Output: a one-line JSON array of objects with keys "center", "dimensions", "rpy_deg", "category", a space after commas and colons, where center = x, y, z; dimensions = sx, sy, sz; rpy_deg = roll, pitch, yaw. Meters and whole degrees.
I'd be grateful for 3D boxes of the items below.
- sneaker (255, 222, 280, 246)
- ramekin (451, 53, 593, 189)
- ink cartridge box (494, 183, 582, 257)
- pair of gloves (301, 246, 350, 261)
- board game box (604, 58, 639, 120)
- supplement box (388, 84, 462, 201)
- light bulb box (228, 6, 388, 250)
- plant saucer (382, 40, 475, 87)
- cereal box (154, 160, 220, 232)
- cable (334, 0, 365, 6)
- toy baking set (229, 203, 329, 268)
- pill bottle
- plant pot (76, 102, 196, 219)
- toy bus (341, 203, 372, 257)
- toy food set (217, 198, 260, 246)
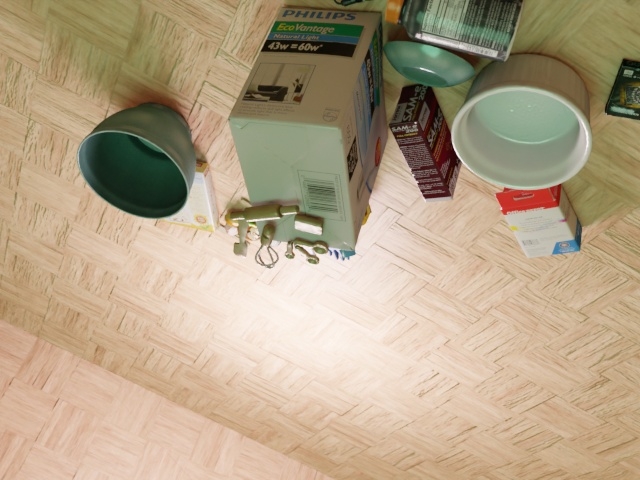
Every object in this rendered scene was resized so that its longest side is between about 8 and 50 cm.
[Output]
[{"center": [-0.135, -0.036, 2.134], "dimensions": [0.087, 0.130, 0.228], "rpy_deg": [8, 141, -4], "category": "sneaker"}, {"center": [0.418, -0.247, 1.609], "dimensions": [0.277, 0.135, 0.277], "rpy_deg": [13, 143, 10], "category": "ramekin"}, {"center": [0.512, -0.066, 1.838], "dimensions": [0.134, 0.078, 0.231], "rpy_deg": [-9, 134, 33], "category": "ink cartridge box"}, {"center": [0.000, 0.000, 2.217], "dimensions": [0.198, 0.023, 0.159], "rpy_deg": [4, 142, 23], "category": "pair of gloves"}, {"center": [0.667, -0.283, 1.534], "dimensions": [0.186, 0.026, 0.126], "rpy_deg": [13, 143, 10], "category": "board game box"}, {"center": [0.238, -0.214, 1.742], "dimensions": [0.073, 0.130, 0.239], "rpy_deg": [-4, 138, 30], "category": "supplement box"}, {"center": [-0.005, -0.235, 1.640], "dimensions": [0.225, 0.361, 0.358], "rpy_deg": [8, 142, 14], "category": "light bulb box"}, {"center": [0.213, -0.345, 1.581], "dimensions": [0.194, 0.038, 0.195], "rpy_deg": [18, 177, 1], "category": "plant saucer"}, {"center": [-0.382, -0.132, 2.204], "dimensions": [0.172, 0.047, 0.240], "rpy_deg": [13, 139, 13], "category": "cereal box"}, {"center": [0.064, -0.532, 1.495], "dimensions": [0.150, 0.047, 0.185], "rpy_deg": [3, 139, 22], "category": "cable"}, {"center": [-0.100, -0.003, 1.646], "dimensions": [0.256, 0.030, 0.197], "rpy_deg": [-2, 139, 26], "category": "toy baking set"}, {"center": [0.247, -0.426, 1.470], "dimensions": [0.245, 0.130, 0.130], "rpy_deg": [16, 143, 7], "category": "pill bottle"}, {"center": [-0.441, -0.226, 1.995], "dimensions": [0.292, 0.196, 0.293], "rpy_deg": [10, 139, 9], "category": "plant pot"}, {"center": [0.077, -0.075, 2.011], "dimensions": [0.104, 0.202, 0.191], "rpy_deg": [-16, 130, -2], "category": "toy bus"}, {"center": [-0.221, -0.036, 2.264], "dimensions": [0.132, 0.039, 0.192], "rpy_deg": [31, 142, -13], "category": "toy food set"}]
